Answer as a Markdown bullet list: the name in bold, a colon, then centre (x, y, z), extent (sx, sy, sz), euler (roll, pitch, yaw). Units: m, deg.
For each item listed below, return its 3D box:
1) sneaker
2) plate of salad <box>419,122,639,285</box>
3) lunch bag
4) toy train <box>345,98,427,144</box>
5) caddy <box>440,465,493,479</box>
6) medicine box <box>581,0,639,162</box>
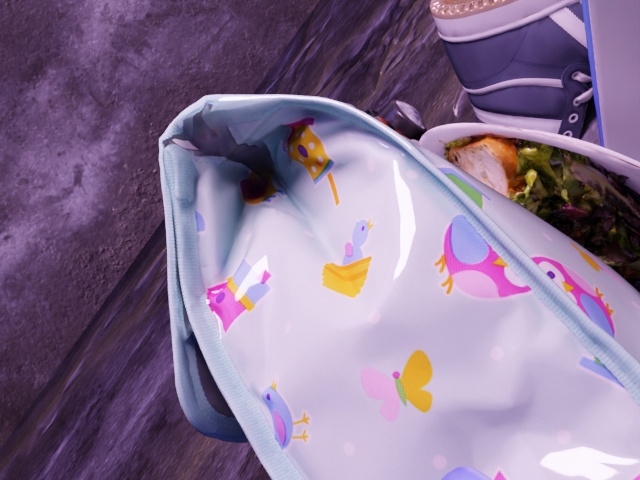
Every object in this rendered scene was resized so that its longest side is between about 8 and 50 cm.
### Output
- **sneaker**: centre (0.247, -0.170, 0.748), extent (0.282, 0.153, 0.099), euler (-10, 34, 19)
- **plate of salad**: centre (0.146, -0.010, 0.519), extent (0.048, 0.200, 0.200), euler (-66, 21, -9)
- **lunch bag**: centre (0.054, 0.049, 0.422), extent (0.160, 0.262, 0.223), euler (-50, -24, 12)
- **toy train**: centre (0.000, 0.000, 0.967), extent (0.334, 0.142, 0.190), euler (-45, 32, 18)
- **caddy**: centre (0.081, 0.197, 0.134), extent (0.341, 0.241, 0.179), euler (36, 82, 27)
- **medicine box**: centre (0.244, -0.204, 0.474), extent (0.149, 0.263, 0.289), euler (7, 56, 28)
